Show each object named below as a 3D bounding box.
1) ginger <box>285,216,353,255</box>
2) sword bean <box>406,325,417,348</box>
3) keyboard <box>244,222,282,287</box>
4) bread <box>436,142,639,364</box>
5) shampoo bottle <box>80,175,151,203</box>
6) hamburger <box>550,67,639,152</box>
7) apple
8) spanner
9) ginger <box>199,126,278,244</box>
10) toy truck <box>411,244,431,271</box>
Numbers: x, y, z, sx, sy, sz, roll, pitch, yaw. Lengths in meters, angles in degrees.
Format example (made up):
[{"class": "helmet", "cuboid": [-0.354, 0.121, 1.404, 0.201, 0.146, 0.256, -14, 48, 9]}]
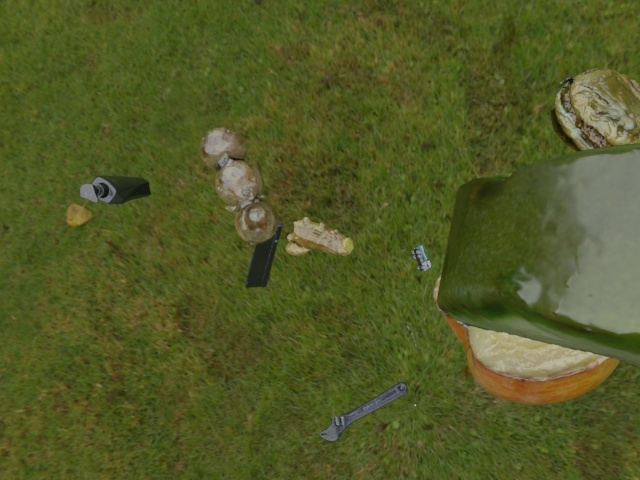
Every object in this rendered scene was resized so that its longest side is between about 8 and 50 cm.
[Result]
[{"class": "ginger", "cuboid": [-0.007, -0.012, 1.653, 0.205, 0.081, 0.115, -1, 94, 13]}, {"class": "sword bean", "cuboid": [0.259, 0.272, 1.616, 0.012, 0.012, 0.083, -20, 39, 3]}, {"class": "keyboard", "cuboid": [-0.171, 0.044, 1.698, 0.072, 0.231, 0.023, 0, 34, -29]}, {"class": "bread", "cuboid": [0.277, 0.040, 0.422, 0.366, 0.382, 0.129, 9, 84, 23]}, {"class": "shampoo bottle", "cuboid": [-0.258, -0.065, 0.726, 0.048, 0.137, 0.027, 36, 101, 3]}, {"class": "hamburger", "cuboid": [0.546, -0.244, 1.111, 0.206, 0.130, 0.183, -20, 71, -34]}, {"class": "apple", "cuboid": [0.332, 0.146, 0.918, 0.251, 0.163, 0.293, -19, 37, 5]}, {"class": "spanner", "cuboid": [0.090, 0.350, 1.173, 0.208, 0.012, 0.046, -26, 55, -13]}, {"class": "ginger", "cuboid": [-0.133, -0.092, 0.952, 0.080, 0.104, 0.204, -24, 87, -13]}, {"class": "toy truck", "cuboid": [0.328, 0.057, 1.855, 0.044, 0.039, 0.083, -21, 91, -18]}]
